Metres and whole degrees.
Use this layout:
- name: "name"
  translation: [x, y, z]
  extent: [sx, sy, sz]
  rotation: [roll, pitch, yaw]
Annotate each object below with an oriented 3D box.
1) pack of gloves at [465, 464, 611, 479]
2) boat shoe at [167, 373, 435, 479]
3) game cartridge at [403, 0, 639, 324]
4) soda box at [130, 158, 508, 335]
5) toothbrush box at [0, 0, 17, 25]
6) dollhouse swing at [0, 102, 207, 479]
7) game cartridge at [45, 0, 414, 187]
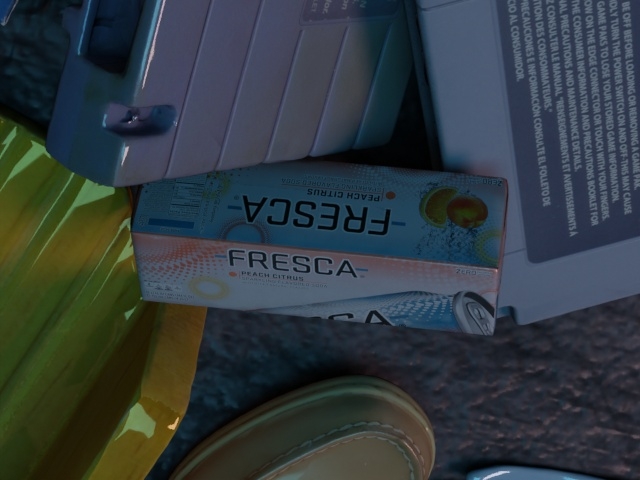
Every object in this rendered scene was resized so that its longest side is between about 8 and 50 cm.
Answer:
- name: "pack of gloves"
  translation: [0.156, 0.235, 1.182]
  extent: [0.232, 0.046, 0.195]
  rotation: [9, 110, -11]
- name: "boat shoe"
  translation: [-0.068, 0.213, 1.104]
  extent: [0.341, 0.110, 0.121]
  rotation: [-42, 112, 10]
- name: "game cartridge"
  translation: [0.147, -0.086, 0.996]
  extent: [0.198, 0.062, 0.297]
  rotation: [-18, 135, -5]
- name: "soda box"
  translation: [0.000, 0.000, 0.989]
  extent: [0.183, 0.058, 0.063]
  rotation: [6, 145, 7]
- name: "toothbrush box"
  translation: [-0.243, -0.230, 0.840]
  extent: [0.295, 0.216, 0.126]
  rotation: [23, 107, -17]
- name: "dollhouse swing"
  translation: [-0.256, 0.097, 0.925]
  extent: [0.347, 0.305, 0.315]
  rotation: [30, 105, -18]
- name: "game cartridge"
  translation: [0.002, -0.204, 0.900]
  extent: [0.068, 0.230, 0.355]
  rotation: [26, 112, 26]
